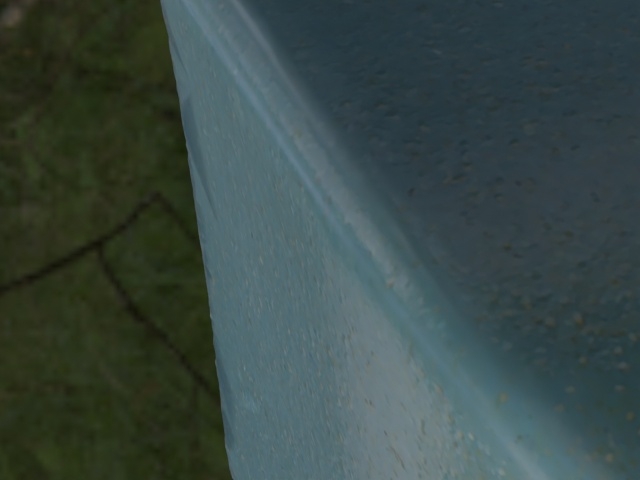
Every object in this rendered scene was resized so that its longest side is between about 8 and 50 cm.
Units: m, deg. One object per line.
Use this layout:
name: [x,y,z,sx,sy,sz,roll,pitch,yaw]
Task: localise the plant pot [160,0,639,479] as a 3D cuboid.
plant pot: [0.117,0.045,0.541,0.252,0.247,0.247,-119,18,-46]
